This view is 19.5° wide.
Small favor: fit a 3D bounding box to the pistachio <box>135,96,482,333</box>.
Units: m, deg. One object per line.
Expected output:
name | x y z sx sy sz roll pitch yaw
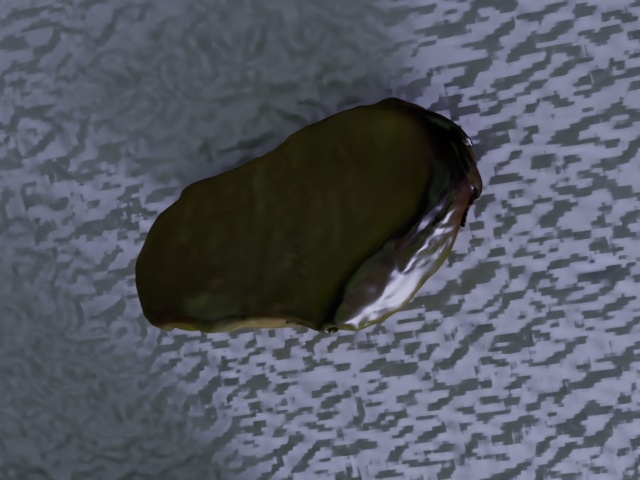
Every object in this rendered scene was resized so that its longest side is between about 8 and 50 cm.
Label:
pistachio | 0.000 0.000 0.820 0.173 0.049 0.089 -24 79 25
